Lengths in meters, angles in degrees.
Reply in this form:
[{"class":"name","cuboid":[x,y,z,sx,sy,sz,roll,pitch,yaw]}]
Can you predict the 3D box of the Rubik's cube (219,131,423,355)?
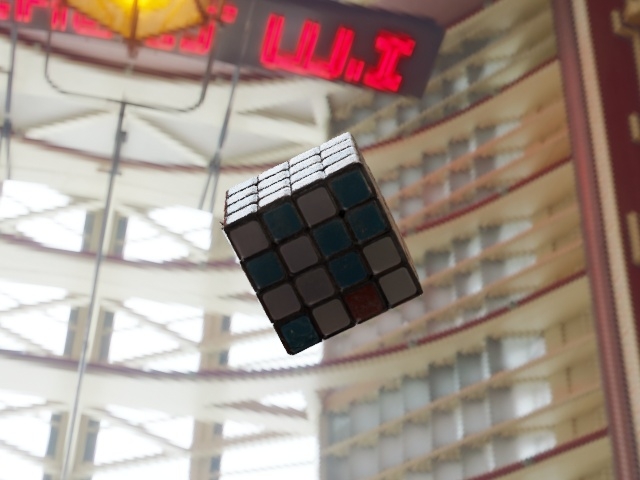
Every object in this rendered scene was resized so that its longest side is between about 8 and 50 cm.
[{"class":"Rubik's cube","cuboid":[0.000,0.000,0.826,0.092,0.092,0.092,-26,-165,5]}]
